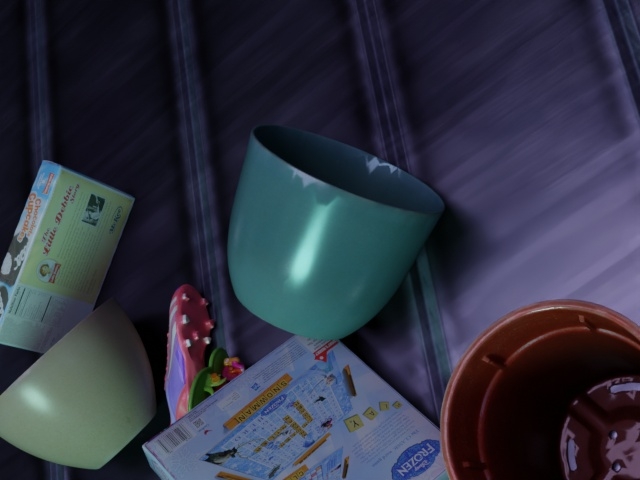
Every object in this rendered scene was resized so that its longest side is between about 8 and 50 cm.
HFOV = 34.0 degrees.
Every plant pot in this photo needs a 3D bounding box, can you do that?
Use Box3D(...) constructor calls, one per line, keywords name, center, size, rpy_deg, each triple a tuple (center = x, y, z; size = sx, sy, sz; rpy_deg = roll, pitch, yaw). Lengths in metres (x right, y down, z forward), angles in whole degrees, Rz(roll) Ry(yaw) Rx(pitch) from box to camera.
Box3D(name="plant pot", center=(-0.379, 0.258, 1.705), size=(0.284, 0.284, 0.191), rpy_deg=(-42, 92, 16))
Box3D(name="plant pot", center=(0.319, 0.227, 1.206), size=(0.272, 0.265, 0.273), rpy_deg=(-11, 69, 32))
Box3D(name="plant pot", center=(0.000, 0.000, 1.502), size=(0.293, 0.293, 0.235), rpy_deg=(34, 110, 37))

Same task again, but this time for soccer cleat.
Box3D(name="soccer cleat", center=(-0.224, 0.194, 1.712), size=(0.095, 0.083, 0.248), rpy_deg=(-24, 65, 32))

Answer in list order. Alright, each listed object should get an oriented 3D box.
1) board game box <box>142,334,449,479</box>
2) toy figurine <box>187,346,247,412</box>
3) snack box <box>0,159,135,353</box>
Box3D(name="board game box", center=(-0.022, 0.301, 1.428), size=(0.318, 0.066, 0.318), rpy_deg=(-34, 53, -22))
Box3D(name="toy figurine", center=(-0.099, 0.240, 1.609), size=(0.159, 0.130, 0.173), rpy_deg=(-4, 48, 20))
Box3D(name="snack box", center=(-0.465, 0.039, 1.858), size=(0.060, 0.187, 0.322), rpy_deg=(17, 84, 37))
